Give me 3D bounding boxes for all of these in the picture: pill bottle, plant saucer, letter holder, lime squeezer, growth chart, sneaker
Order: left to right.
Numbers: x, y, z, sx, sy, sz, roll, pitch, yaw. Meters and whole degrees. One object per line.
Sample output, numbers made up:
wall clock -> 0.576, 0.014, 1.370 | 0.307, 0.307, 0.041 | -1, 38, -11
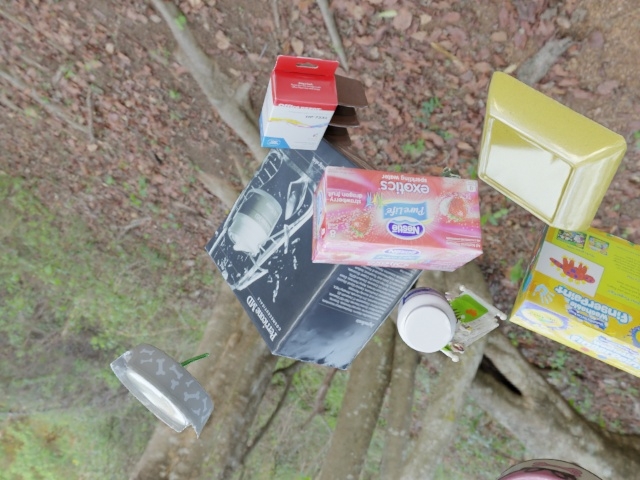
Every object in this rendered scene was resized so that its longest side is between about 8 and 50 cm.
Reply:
lime squeezer -> -0.509, 0.477, 1.933 | 0.110, 0.310, 0.058 | 9, 121, 13
letter holder -> 0.012, -0.451, 1.894 | 0.302, 0.214, 0.152 | 2, 153, -37
pill bottle -> 0.207, 0.156, 1.075 | 0.112, 0.111, 0.187 | 19, -174, 8
sneaker -> 0.477, -0.219, 2.001 | 0.064, 0.086, 0.192 | 21, -166, -15
growth chart -> 0.327, 0.189, 1.317 | 0.172, 0.237, 0.021 | 32, 134, 38
plant saucer -> 0.493, -0.181, 1.278 | 0.333, 0.081, 0.332 | 43, 163, 29

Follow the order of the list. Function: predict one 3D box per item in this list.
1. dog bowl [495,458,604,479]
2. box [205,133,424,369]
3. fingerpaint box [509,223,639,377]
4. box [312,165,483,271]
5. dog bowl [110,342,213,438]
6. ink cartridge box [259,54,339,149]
dog bowl -> 0.558, 0.748, 1.335 | 0.408, 0.407, 0.150 | 5, 165, 39
box -> 0.000, 0.000, 1.481 | 0.298, 0.471, 0.480 | 22, -163, -43
fingerpaint box -> 0.883, 0.169, 1.744 | 0.445, 0.371, 0.163 | 23, 150, 12
box -> 0.141, -0.035, 1.059 | 0.300, 0.153, 0.142 | 5, 162, -10
dog bowl -> -0.472, 0.452, 1.670 | 0.349, 0.102, 0.348 | 27, 146, 21
ink cartridge box -> -0.047, -0.289, 1.179 | 0.134, 0.077, 0.231 | 1, 158, -15
